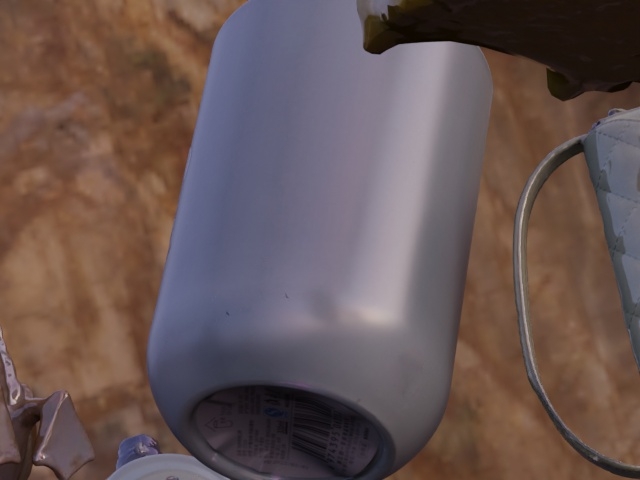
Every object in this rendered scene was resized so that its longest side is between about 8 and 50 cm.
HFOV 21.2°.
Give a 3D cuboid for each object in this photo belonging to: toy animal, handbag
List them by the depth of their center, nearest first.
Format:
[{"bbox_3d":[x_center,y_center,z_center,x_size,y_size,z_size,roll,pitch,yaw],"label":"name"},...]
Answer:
[{"bbox_3d":[-0.213,0.100,0.966,0.089,0.188,0.179,15,-24,-42],"label":"toy animal"},{"bbox_3d":[0.227,0.026,1.054,0.219,0.256,0.079,-12,-30,5],"label":"handbag"}]

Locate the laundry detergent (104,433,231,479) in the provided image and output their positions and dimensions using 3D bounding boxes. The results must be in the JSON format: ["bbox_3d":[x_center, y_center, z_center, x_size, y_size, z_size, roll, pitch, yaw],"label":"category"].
[{"bbox_3d":[-0.156,0.264,1.431,0.215,0.105,0.280,-13,35,-8],"label":"laundry detergent"}]

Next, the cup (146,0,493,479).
[{"bbox_3d":[0.000,0.000,1.147,0.205,0.312,0.205,7,-37,5],"label":"cup"}]

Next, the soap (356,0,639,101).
[{"bbox_3d":[0.142,-0.246,0.681,0.156,0.335,0.293,11,-18,-24],"label":"soap"}]
